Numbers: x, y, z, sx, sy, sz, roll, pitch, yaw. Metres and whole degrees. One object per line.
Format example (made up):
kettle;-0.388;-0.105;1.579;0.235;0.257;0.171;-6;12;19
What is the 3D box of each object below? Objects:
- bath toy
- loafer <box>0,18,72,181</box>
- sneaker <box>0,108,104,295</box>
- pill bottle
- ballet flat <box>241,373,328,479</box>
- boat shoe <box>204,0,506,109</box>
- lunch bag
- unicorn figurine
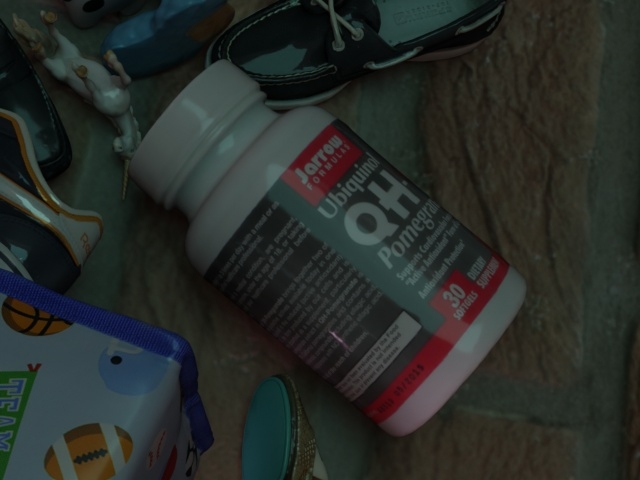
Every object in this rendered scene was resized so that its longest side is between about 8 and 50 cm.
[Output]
bath toy;-0.209;-0.324;1.118;0.151;0.129;0.348;-29;81;-21
loafer;-0.290;-0.148;1.065;0.076;0.078;0.223;-34;83;-22
sneaker;-0.319;-0.062;1.008;0.321;0.126;0.127;40;56;7
pill bottle;0.000;0.000;1.036;0.318;0.176;0.176;40;68;1
ballet flat;-0.029;0.216;1.028;0.067;0.073;0.206;19;69;-37
boat shoe;0.038;-0.207;1.159;0.302;0.091;0.114;-22;79;-20
lunch bag;-0.314;0.175;0.849;0.385;0.239;0.328;19;60;10
unicorn figurine;-0.199;-0.133;1.080;0.060;0.111;0.162;-33;68;-9
